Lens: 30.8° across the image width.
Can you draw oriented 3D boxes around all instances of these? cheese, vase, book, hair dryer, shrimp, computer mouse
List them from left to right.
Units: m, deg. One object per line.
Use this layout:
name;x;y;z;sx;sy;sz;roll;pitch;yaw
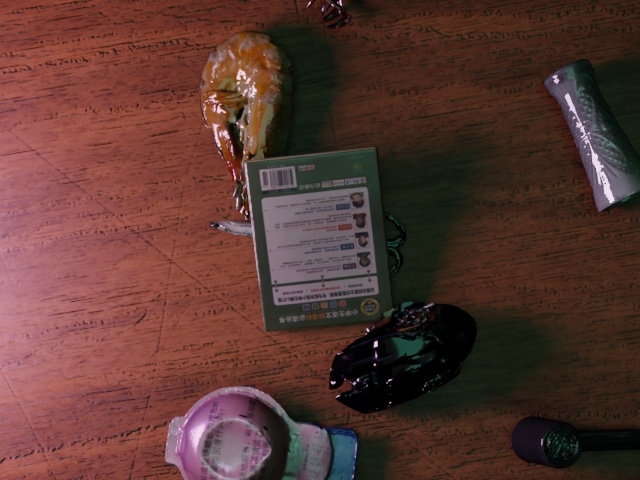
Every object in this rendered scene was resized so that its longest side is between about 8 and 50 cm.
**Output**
shrimp;-0.116;-0.177;1.784;0.154;0.062;0.294;-1;82;15
cheese;-0.088;0.314;1.733;0.286;0.074;0.188;4;86;0
book;0.000;0.000;1.743;0.202;0.027;0.264;-6;100;3
computer mouse;0.124;0.174;1.716;0.242;0.077;0.146;-28;96;3
vase;0.413;-0.160;1.735;0.096;0.096;0.219;-24;82;1
hair dryer;0.418;0.289;1.690;0.256;0.128;0.069;-2;85;-8

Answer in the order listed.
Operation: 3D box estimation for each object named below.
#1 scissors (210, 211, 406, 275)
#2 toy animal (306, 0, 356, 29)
scissors;-0.020;-0.007;1.776;0.300;0.022;0.109;8;88;1
toy animal;0.054;-0.475;1.796;0.260;0.087;0.243;-35;71;2
